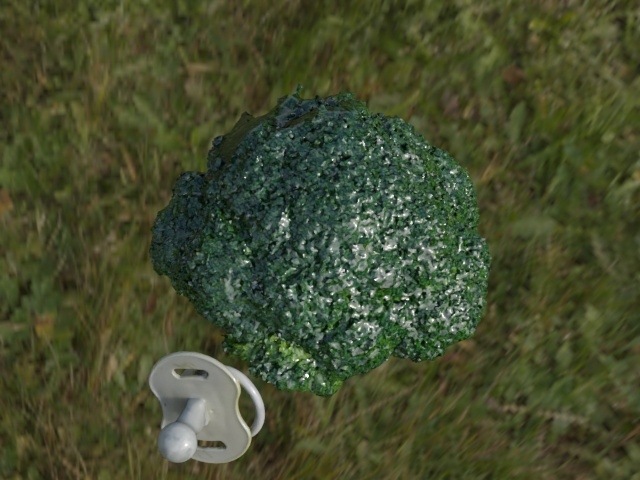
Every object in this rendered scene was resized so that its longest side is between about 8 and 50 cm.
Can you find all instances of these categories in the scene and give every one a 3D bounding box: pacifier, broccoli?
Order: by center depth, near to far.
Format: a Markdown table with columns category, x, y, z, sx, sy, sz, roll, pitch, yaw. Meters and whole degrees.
| category | x | y | z | sx | sy | sz | roll | pitch | yaw |
| --- | --- | --- | --- | --- | --- | --- | --- | --- | --- |
| pacifier | -0.072 | 0.107 | 0.986 | 0.068 | 0.083 | 0.064 | 3 | 34 | 20 |
| broccoli | 0.000 | 0.000 | 1.444 | 0.294 | 0.245 | 0.265 | 1 | 90 | -2 |
